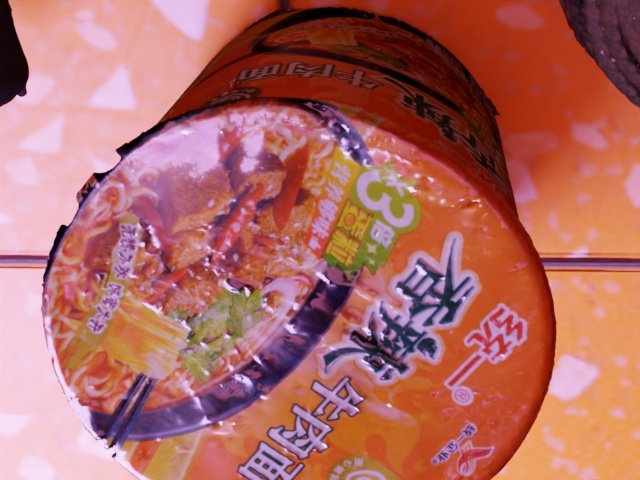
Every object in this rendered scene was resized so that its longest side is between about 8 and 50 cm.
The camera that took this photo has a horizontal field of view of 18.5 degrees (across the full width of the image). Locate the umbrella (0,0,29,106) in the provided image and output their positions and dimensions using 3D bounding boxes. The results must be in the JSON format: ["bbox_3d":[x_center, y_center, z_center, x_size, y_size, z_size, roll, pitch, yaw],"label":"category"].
[{"bbox_3d":[-0.211,-0.207,0.918,0.090,0.094,0.326,-29,118,-26],"label":"umbrella"}]

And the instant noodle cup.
[{"bbox_3d":[0.000,0.000,0.945,0.230,0.182,0.230,4,120,7],"label":"instant noodle cup"}]

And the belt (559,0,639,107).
[{"bbox_3d":[0.172,-0.139,0.900,0.148,0.082,0.163,17,115,-13],"label":"belt"}]
